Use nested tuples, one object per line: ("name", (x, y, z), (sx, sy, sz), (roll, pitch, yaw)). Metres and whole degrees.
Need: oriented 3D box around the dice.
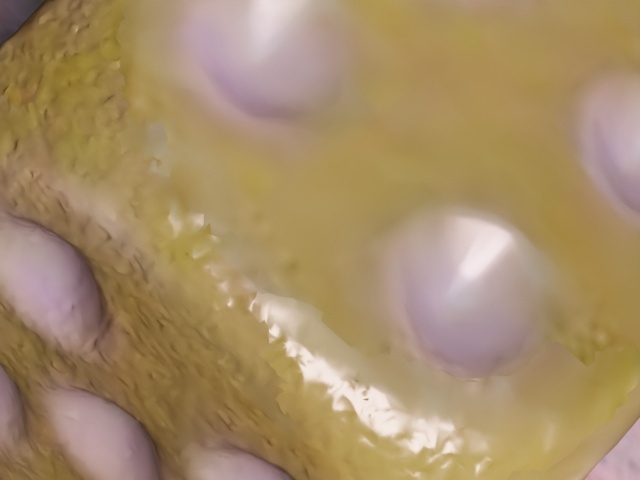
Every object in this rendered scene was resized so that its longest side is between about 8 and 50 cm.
("dice", (0.000, 0.000, 0.653), (0.233, 0.227, 0.238), (46, 54, 1))
